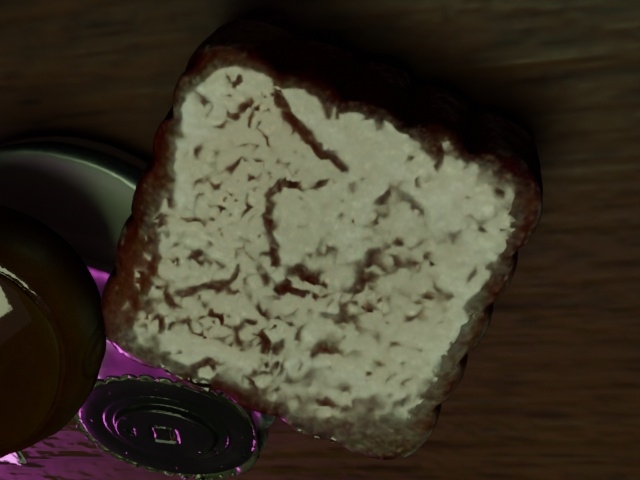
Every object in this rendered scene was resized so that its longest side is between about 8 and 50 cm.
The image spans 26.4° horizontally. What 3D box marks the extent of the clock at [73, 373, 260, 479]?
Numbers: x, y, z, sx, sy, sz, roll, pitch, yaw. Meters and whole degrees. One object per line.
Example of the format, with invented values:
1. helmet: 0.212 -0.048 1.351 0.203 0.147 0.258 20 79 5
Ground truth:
1. clock: -0.067 0.080 0.586 0.083 0.010 0.074 5 138 9

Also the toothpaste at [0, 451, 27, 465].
1. toothpaste: -0.237 0.041 0.597 0.078 0.046 0.248 -4 145 41

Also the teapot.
1. teapot: -0.135 0.046 0.520 0.098 0.078 0.129 21 126 -7

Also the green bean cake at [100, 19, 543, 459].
1. green bean cake: 0.000 0.000 0.495 0.136 0.056 0.135 23 115 -2

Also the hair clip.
1. hair clip: -0.119 0.017 0.571 0.220 0.054 0.140 15 126 4
